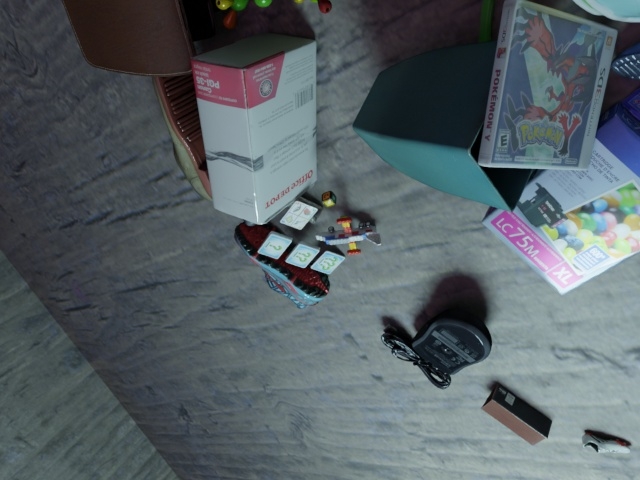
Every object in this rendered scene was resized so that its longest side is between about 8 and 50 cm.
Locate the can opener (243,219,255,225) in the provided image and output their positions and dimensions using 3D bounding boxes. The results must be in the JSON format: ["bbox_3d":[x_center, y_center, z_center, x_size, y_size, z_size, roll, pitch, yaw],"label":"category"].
[{"bbox_3d":[-0.152,-0.166,1.080,0.093,0.074,0.280,-134,32,-53],"label":"can opener"}]

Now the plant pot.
[{"bbox_3d":[0.175,-0.170,0.730,0.234,0.165,0.166,19,169,43],"label":"plant pot"}]

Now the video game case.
[{"bbox_3d":[0.283,-0.179,0.619,0.023,0.202,0.183,26,115,56],"label":"video game case"}]

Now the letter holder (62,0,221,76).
[{"bbox_3d":[-0.315,-0.432,0.938,0.302,0.152,0.214,13,129,28],"label":"letter holder"}]

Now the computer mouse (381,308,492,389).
[{"bbox_3d":[0.257,0.204,1.046,0.188,0.072,0.272,40,147,2],"label":"computer mouse"}]

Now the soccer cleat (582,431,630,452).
[{"bbox_3d":[0.558,0.404,0.989,0.083,0.035,0.029,10,126,30],"label":"soccer cleat"}]

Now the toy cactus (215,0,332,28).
[{"bbox_3d":[-0.098,-0.425,0.799,0.112,0.219,0.180,115,146,-59],"label":"toy cactus"}]

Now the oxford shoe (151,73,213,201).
[{"bbox_3d":[-0.290,-0.232,1.085,0.130,0.123,0.348,4,122,40],"label":"oxford shoe"}]

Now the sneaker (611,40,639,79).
[{"bbox_3d":[0.429,-0.244,0.612,0.053,0.059,0.144,28,159,-23],"label":"sneaker"}]

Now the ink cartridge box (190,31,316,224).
[{"bbox_3d":[-0.105,-0.202,0.908,0.117,0.207,0.282,19,130,25],"label":"ink cartridge box"}]

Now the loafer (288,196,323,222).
[{"bbox_3d":[-0.051,-0.085,1.081,0.125,0.039,0.045,36,168,13],"label":"loafer"}]

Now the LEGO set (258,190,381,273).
[{"bbox_3d":[0.000,0.000,1.034,0.183,0.060,0.244,20,139,-21],"label":"LEGO set"}]

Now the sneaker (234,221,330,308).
[{"bbox_3d":[-0.109,0.068,1.180,0.262,0.104,0.125,42,137,3],"label":"sneaker"}]

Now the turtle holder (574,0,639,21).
[{"bbox_3d":[0.308,-0.328,0.495,0.321,0.243,0.227,-23,144,19],"label":"turtle holder"}]

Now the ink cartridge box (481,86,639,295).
[{"bbox_3d":[0.415,-0.062,0.744,0.186,0.065,0.311,43,134,2],"label":"ink cartridge box"}]

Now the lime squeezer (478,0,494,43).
[{"bbox_3d":[0.195,-0.420,0.661,0.310,0.059,0.110,58,164,-15],"label":"lime squeezer"}]

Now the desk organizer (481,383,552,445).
[{"bbox_3d":[0.410,0.367,1.062,0.130,0.047,0.050,35,137,10],"label":"desk organizer"}]
